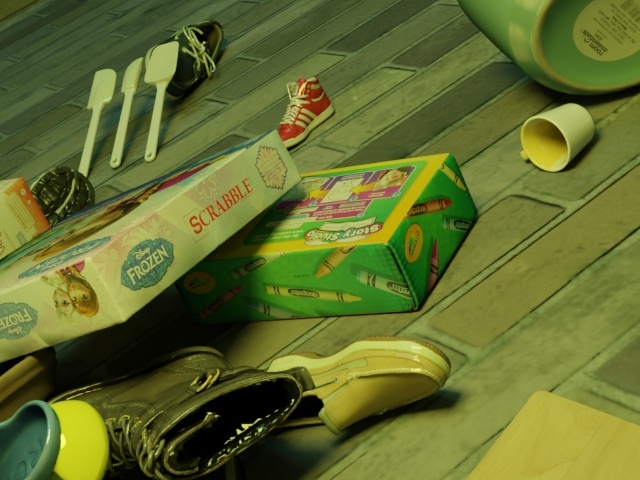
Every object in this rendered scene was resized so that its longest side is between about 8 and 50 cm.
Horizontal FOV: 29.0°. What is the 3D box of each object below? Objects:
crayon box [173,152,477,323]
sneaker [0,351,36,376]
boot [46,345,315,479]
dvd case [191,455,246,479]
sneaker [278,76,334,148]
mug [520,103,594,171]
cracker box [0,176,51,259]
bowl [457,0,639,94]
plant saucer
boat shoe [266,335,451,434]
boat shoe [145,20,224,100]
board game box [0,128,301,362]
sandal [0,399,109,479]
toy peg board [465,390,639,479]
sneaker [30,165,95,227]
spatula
[{"bbox_3d":[0.000,0.000,1.270,0.279,0.081,0.165,-6,31,35],"label":"crayon box"},{"bbox_3d":[-0.373,0.138,1.270,0.097,0.084,0.235,-33,6,32],"label":"sneaker"},{"bbox_3d":[-0.148,0.160,1.013,0.263,0.091,0.229,-31,10,-14],"label":"boot"},{"bbox_3d":[-0.136,0.266,0.938,0.179,0.029,0.238,-22,26,3],"label":"dvd case"},{"bbox_3d":[-0.034,-0.173,1.651,0.042,0.067,0.118,2,36,44],"label":"sneaker"},{"bbox_3d":[0.248,-0.114,1.300,0.064,0.062,0.078,-32,32,-33],"label":"mug"},{"bbox_3d":[-0.397,0.053,1.435,0.067,0.155,0.232,-6,32,35],"label":"cracker box"},{"bbox_3d":[0.303,-0.281,1.345,0.312,0.311,0.163,-19,44,13],"label":"bowl"},{"bbox_3d":[-0.344,0.198,1.124,0.278,0.041,0.278,-39,2,1],"label":"plant saucer"},{"bbox_3d":[0.024,0.131,1.031,0.190,0.068,0.072,-17,37,42],"label":"boat shoe"},{"bbox_3d":[-0.216,-0.304,2.046,0.079,0.095,0.254,-28,14,21],"label":"boat shoe"},{"bbox_3d":[-0.223,0.018,1.216,0.319,0.065,0.318,-19,14,34],"label":"board game box"},{"bbox_3d":[-0.307,0.232,0.942,0.317,0.138,0.126,-54,36,3],"label":"sandal"},{"bbox_3d":[0.169,0.196,0.772,0.161,0.079,0.161,18,47,34],"label":"toy peg board"},{"bbox_3d":[-0.402,0.020,1.600,0.271,0.100,0.108,-46,7,-31],"label":"sneaker"},{"bbox_3d":[-0.297,-0.199,1.897,0.168,0.019,0.242,-13,49,20],"label":"spatula"}]
